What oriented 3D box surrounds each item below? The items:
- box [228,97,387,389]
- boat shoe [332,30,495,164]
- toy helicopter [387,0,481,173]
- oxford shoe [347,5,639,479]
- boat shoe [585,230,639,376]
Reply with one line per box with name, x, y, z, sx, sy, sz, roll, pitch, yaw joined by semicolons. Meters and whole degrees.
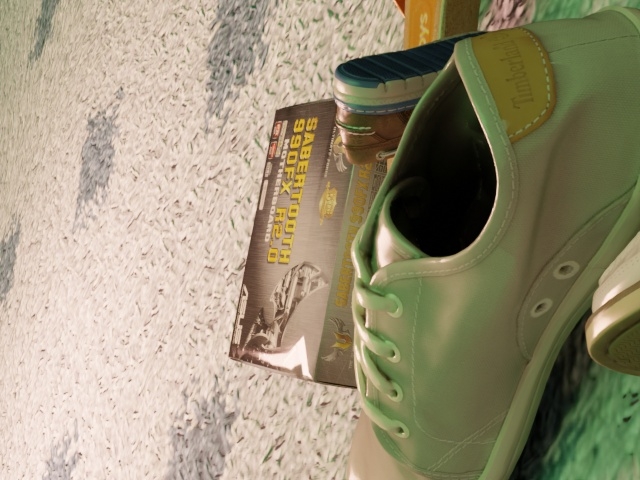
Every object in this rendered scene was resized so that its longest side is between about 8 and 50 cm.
box;0.000;0.000;1.091;0.183;0.056;0.231;4;83;65
boat shoe;0.086;-0.089;0.827;0.066;0.183;0.066;42;136;50
toy helicopter;0.077;-0.192;0.941;0.235;0.140;0.355;11;99;60
oxford shoe;0.072;0.043;0.795;0.449;0.130;0.169;110;155;-44
boat shoe;0.235;-0.035;0.565;0.302;0.113;0.103;-37;45;40
